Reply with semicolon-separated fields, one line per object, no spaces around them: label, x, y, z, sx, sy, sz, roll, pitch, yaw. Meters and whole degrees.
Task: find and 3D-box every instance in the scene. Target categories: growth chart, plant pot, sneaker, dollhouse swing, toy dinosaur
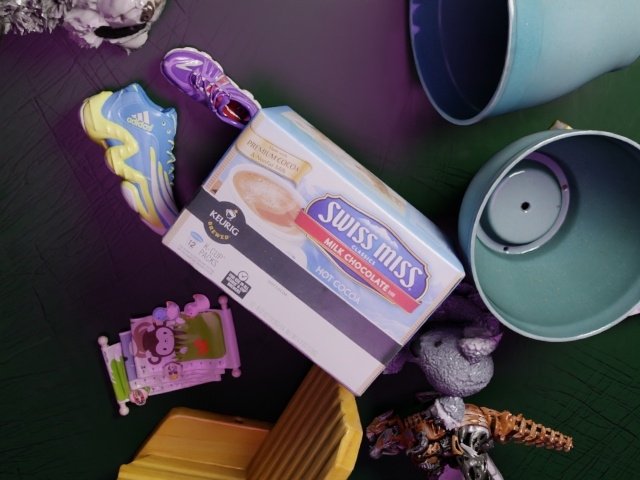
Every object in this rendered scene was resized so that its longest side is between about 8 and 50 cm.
growth chart;-0.248;0.185;1.331;0.237;0.021;0.172;-17;109;0
plant pot;0.322;-0.029;1.149;0.293;0.196;0.293;-3;108;-9
sneaker;-0.246;-0.123;1.182;0.126;0.091;0.240;-30;109;5
sneaker;-0.154;-0.219;1.166;0.170;0.071;0.068;32;104;-14
dollhouse swing;-0.139;0.326;1.216;0.315;0.347;0.305;13;109;-9
toy dinosaur;0.237;0.345;1.326;0.322;0.218;0.164;-20;144;32
plant pot;0.292;-0.308;1.087;0.255;0.271;0.272;-10;111;-18

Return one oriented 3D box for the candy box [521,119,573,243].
candy box;0.364;-0.082;1.271;0.109;0.053;0.187;33;103;-15

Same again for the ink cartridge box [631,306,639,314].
ink cartridge box;0.524;0.073;1.341;0.122;0.052;0.088;-14;111;1

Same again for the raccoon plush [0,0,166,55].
raccoon plush;-0.393;-0.422;1.055;0.216;0.299;0.446;-46;75;27

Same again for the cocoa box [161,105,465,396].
cocoa box;0.000;0.000;1.138;0.347;0.231;0.228;39;103;-2

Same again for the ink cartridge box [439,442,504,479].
ink cartridge box;0.261;0.416;1.439;0.099;0.056;0.135;-33;109;6

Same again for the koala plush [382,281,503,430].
koala plush;0.208;0.170;1.258;0.203;0.221;0.196;19;107;-11
